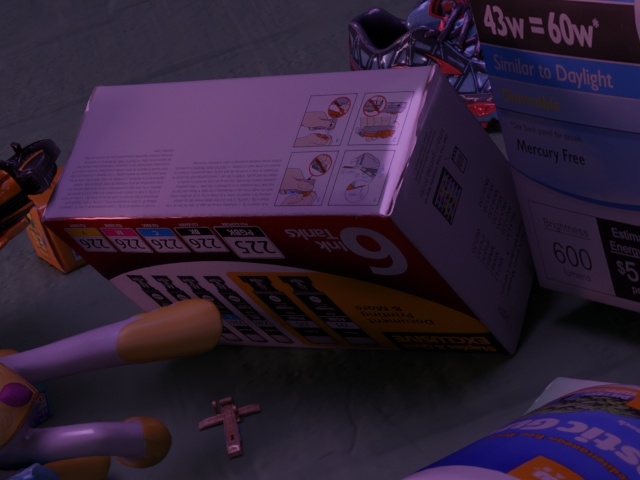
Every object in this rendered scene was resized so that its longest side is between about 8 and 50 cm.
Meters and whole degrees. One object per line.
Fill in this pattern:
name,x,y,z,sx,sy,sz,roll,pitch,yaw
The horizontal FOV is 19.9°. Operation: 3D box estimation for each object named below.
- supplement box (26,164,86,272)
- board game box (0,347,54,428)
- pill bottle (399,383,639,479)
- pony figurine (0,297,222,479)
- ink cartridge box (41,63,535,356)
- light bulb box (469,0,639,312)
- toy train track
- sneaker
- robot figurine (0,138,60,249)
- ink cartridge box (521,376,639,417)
supplement box,-0.171,-0.056,1.750,0.233,0.080,0.078,-25,24,-20
board game box,-0.342,0.124,1.454,0.210,0.047,0.160,24,44,37
pill bottle,0.093,0.166,0.840,0.152,0.152,0.272,-1,8,32
pony figurine,-0.286,0.121,1.189,0.351,0.302,0.363,-15,-7,32
ink cartridge box,0.000,0.000,1.387,0.309,0.272,0.130,0,59,34
light bulb box,0.299,-0.142,1.191,0.225,0.361,0.358,-32,27,-30
toy train track,-0.067,0.133,1.342,0.048,0.014,0.083,-18,24,0
sneaker,0.129,-0.180,1.754,0.262,0.125,0.104,0,30,35
robot figurine,-0.316,-0.018,1.444,0.211,0.085,0.291,-44,18,-16
ink cartridge box,0.195,0.157,1.067,0.225,0.056,0.181,1,30,39
